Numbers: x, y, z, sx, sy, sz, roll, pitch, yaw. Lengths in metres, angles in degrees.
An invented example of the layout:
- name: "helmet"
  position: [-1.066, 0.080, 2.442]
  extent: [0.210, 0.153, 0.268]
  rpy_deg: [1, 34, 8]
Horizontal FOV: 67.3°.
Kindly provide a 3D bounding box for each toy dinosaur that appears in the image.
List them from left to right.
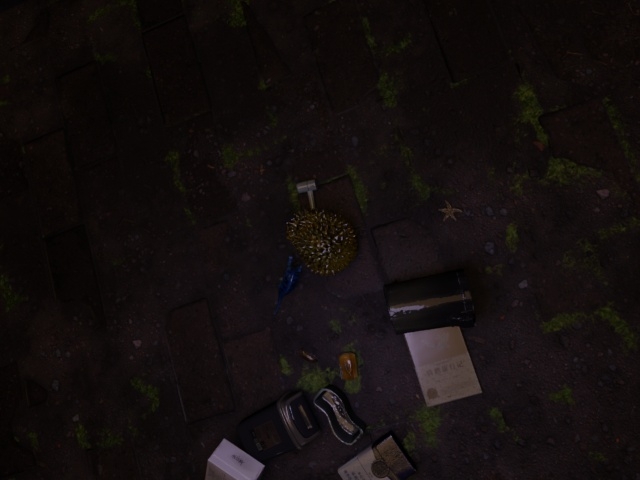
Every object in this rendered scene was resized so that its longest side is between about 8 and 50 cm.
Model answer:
- name: "toy dinosaur"
  position: [-0.125, 0.159, 1.947]
  extent: [0.076, 0.144, 0.329]
  rpy_deg: [21, 133, -12]

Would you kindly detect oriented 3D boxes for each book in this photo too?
- name: "book"
  position: [0.461, 0.457, 1.839]
  extent: [0.216, 0.021, 0.311]
  rpy_deg: [-19, 80, 10]

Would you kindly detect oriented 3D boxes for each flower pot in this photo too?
- name: "flower pot"
  position: [0.074, 0.668, 1.859]
  extent: [0.103, 0.108, 0.229]
  rpy_deg: [-38, 76, 6]

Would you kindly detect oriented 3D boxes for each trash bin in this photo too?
- name: "trash bin"
  position: [-0.156, 0.723, 1.870]
  extent: [0.290, 0.182, 0.210]
  rpy_deg: [-29, 83, 14]
- name: "trash bin"
  position: [0.401, 0.232, 1.782]
  extent: [0.301, 0.203, 0.252]
  rpy_deg: [-12, 42, 12]

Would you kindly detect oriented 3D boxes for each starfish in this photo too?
- name: "starfish"
  position: [0.510, -0.119, 1.893]
  extent: [0.092, 0.016, 0.086]
  rpy_deg: [-2, 85, 18]

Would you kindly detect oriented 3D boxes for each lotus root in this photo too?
- name: "lotus root"
  position: [-0.051, 0.470, 1.943]
  extent: [0.083, 0.037, 0.030]
  rpy_deg: [29, 95, 14]

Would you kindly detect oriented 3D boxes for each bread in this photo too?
- name: "bread"
  position: [0.109, 0.494, 1.897]
  extent: [0.072, 0.053, 0.106]
  rpy_deg: [-9, 87, 15]

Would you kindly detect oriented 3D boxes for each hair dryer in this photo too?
- name: "hair dryer"
  position: [-0.047, -0.182, 2.012]
  extent: [0.081, 0.047, 0.137]
  rpy_deg: [-12, 89, 12]

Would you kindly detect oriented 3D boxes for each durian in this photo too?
- name: "durian"
  position: [0.008, -0.007, 1.887]
  extent: [0.258, 0.258, 0.293]
  rpy_deg: [-44, 66, 5]

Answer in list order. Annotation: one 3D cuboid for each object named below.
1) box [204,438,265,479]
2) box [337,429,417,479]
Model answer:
- name: "box"
  position: [-0.336, 0.913, 1.854]
  extent: [0.194, 0.111, 0.261]
  rpy_deg: [28, 133, 13]
- name: "box"
  position: [0.215, 0.864, 1.824]
  extent: [0.259, 0.071, 0.168]
  rpy_deg: [-38, 77, 7]
